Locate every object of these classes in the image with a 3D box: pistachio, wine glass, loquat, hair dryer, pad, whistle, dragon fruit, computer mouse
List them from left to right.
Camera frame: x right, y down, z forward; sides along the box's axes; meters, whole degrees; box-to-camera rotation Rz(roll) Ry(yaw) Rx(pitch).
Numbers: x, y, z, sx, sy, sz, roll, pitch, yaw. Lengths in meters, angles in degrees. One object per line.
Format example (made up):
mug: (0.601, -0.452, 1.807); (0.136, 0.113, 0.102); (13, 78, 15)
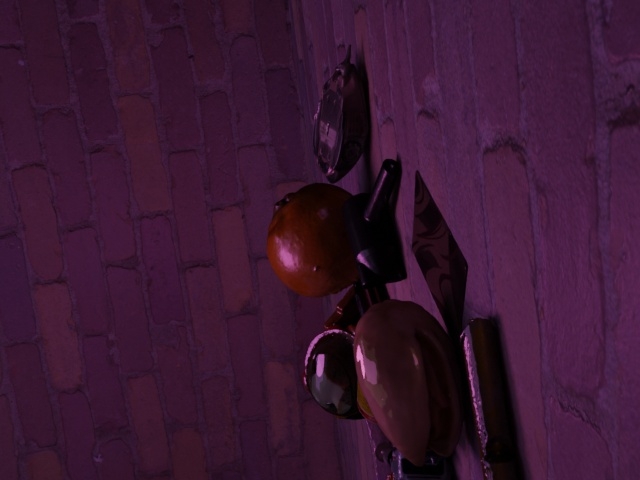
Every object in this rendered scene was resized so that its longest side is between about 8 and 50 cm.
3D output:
loquat: (0.000, 0.000, 2.046); (0.328, 0.328, 0.329); (172, 90, -84)
dragon fruit: (0.062, 0.382, 2.060); (0.130, 0.268, 0.296); (-14, -71, -58)
computer mouse: (0.070, -0.342, 1.988); (0.199, 0.114, 0.389); (45, 132, 53)
hair dryer: (0.146, -0.049, 1.739); (0.303, 0.116, 0.244); (103, 157, -52)
wine glass: (0.206, 0.638, 2.157); (0.198, 0.066, 0.066); (110, 152, -77)
pistachio: (0.169, 0.269, 1.394); (0.214, 0.193, 0.318); (158, 102, -68)
pad: (0.230, 0.031, 1.450); (0.330, 0.004, 0.220); (-106, 10, -53)
whistle: (0.271, 0.285, 1.154); (0.068, 0.057, 0.327); (118, 144, -79)

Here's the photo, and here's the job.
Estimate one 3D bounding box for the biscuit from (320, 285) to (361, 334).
biscuit: (0.081, 0.249, 2.258); (0.043, 0.278, 0.302); (35, 126, 25)

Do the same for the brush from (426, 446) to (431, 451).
brush: (0.196, 0.313, 1.578); (0.065, 0.070, 0.328); (-44, 31, 36)

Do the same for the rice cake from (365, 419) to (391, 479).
rice cake: (0.200, 0.721, 2.273); (0.064, 0.070, 0.399); (88, 173, -71)

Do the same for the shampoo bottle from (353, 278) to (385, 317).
shampoo bottle: (0.151, 0.201, 2.028); (0.323, 0.084, 0.129); (-104, -2, -52)

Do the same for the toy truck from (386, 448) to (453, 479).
toy truck: (0.216, 0.530, 1.642); (0.338, 0.132, 0.185); (91, -179, -66)

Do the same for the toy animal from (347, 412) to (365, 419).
toy animal: (0.108, 0.416, 2.220); (0.187, 0.165, 0.235); (-30, -62, -72)

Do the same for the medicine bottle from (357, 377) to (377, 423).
medicine bottle: (0.163, 0.359, 1.842); (0.226, 0.139, 0.139); (89, 171, -46)
